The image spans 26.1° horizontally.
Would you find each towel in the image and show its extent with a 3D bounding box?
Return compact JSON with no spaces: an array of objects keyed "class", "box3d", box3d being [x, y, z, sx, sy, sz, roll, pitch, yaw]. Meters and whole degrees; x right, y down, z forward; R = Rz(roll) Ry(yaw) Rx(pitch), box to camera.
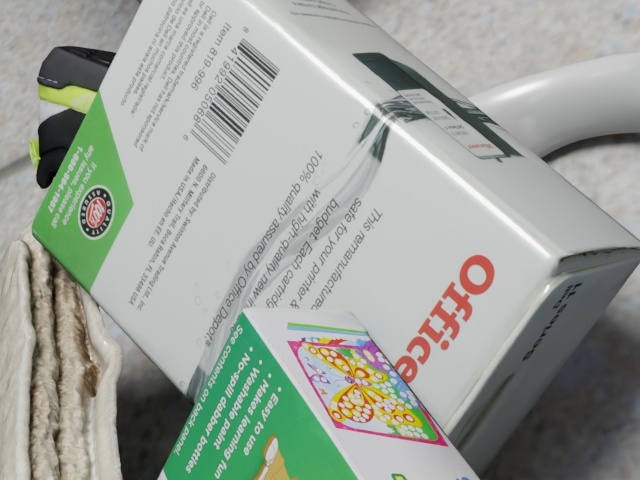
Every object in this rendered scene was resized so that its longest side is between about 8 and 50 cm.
[{"class":"towel","box3d":[-0.133,0.137,0.570,0.187,0.049,0.282,-61,26,31]}]

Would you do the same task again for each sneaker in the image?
[{"class":"sneaker","box3d":[-0.069,-0.029,0.715,0.234,0.084,0.097,27,107,40]}]

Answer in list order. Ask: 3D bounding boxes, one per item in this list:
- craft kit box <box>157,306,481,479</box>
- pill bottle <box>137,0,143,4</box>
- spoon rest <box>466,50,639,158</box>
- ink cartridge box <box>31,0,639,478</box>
[{"class":"craft kit box","box3d":[-0.001,0.193,0.445,0.247,0.061,0.250,49,122,40]},{"class":"pill bottle","box3d":[0.013,-0.315,0.726,0.407,0.229,0.229,-41,47,5]},{"class":"spoon rest","box3d":[0.153,-0.033,0.532,0.084,0.137,0.276,-45,32,-23]},{"class":"ink cartridge box","box3d":[0.000,0.000,0.554,0.208,0.087,0.153,44,116,25]}]
